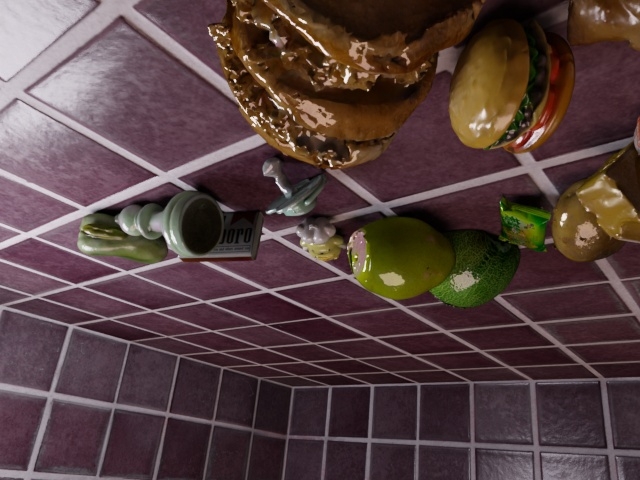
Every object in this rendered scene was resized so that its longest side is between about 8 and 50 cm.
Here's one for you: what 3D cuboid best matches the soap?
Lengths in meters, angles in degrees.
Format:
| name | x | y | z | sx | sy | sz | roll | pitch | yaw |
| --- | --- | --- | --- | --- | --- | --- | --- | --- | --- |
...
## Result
| name | x | y | z | sx | sy | sz | roll | pitch | yaw |
| --- | --- | --- | --- | --- | --- | --- | --- | --- | --- |
| soap | 0.524 | -0.072 | 0.811 | 0.257 | 0.160 | 0.080 | 8 | 154 | -8 |

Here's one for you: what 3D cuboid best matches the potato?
| name | x | y | z | sx | sy | sz | roll | pitch | yaw |
| --- | --- | --- | --- | --- | --- | --- | --- | --- | --- |
| potato | 0.482 | -0.032 | 0.957 | 0.137 | 0.137 | 0.176 | -4 | 152 | 22 |

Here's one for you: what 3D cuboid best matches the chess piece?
| name | x | y | z | sx | sy | sz | roll | pitch | yaw |
| --- | --- | --- | --- | --- | --- | --- | --- | --- | --- |
| chess piece | -0.352 | -0.039 | 1.158 | 0.271 | 0.139 | 0.139 | 3 | 158 | 31 |

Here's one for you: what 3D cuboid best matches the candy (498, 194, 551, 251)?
| name | x | y | z | sx | sy | sz | roll | pitch | yaw |
| --- | --- | --- | --- | --- | --- | --- | --- | --- | --- |
| candy | 0.403 | -0.025 | 1.061 | 0.102 | 0.032 | 0.178 | 26 | 168 | 27 |

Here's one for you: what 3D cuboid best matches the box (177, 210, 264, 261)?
| name | x | y | z | sx | sy | sz | roll | pitch | yaw |
| --- | --- | --- | --- | --- | --- | --- | --- | --- | --- |
| box | -0.220 | -0.009 | 1.182 | 0.177 | 0.115 | 0.036 | -2 | 149 | 16 |

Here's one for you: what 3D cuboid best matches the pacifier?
| name | x | y | z | sx | sy | sz | roll | pitch | yaw |
| --- | --- | --- | --- | --- | --- | --- | --- | --- | --- |
| pacifier | -0.056 | -0.105 | 0.978 | 0.117 | 0.126 | 0.150 | 56 | 169 | -13 |

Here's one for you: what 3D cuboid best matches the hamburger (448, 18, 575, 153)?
| name | x | y | z | sx | sy | sz | roll | pitch | yaw |
| --- | --- | --- | --- | --- | --- | --- | --- | --- | --- |
| hamburger | 0.225 | -0.184 | 0.645 | 0.115 | 0.162 | 0.162 | 6 | 157 | -14 |

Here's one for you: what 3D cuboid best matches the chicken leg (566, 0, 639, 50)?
| name | x | y | z | sx | sy | sz | roll | pitch | yaw |
| --- | --- | --- | --- | --- | --- | --- | --- | --- | --- |
| chicken leg | 0.310 | -0.266 | 0.454 | 0.409 | 0.182 | 0.295 | 23 | 168 | -25 |

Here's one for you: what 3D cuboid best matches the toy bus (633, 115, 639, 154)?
| name | x | y | z | sx | sy | sz | roll | pitch | yaw |
| --- | --- | --- | --- | --- | --- | --- | --- | --- | --- |
| toy bus | 0.529 | -0.147 | 0.751 | 0.174 | 0.079 | 0.077 | 6 | 166 | -1 |

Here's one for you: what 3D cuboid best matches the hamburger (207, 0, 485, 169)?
| name | x | y | z | sx | sy | sz | roll | pitch | yaw |
| --- | --- | --- | --- | --- | --- | --- | --- | --- | --- |
| hamburger | 0.016 | -0.202 | 0.519 | 0.245 | 0.261 | 0.211 | 6 | 161 | -18 |

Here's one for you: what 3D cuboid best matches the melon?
| name | x | y | z | sx | sy | sz | roll | pitch | yaw |
| --- | --- | --- | --- | --- | --- | --- | --- | --- | --- |
| melon | 0.352 | 0.070 | 1.218 | 0.265 | 0.129 | 0.169 | 16 | 151 | -19 |

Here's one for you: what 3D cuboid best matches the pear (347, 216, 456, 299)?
| name | x | y | z | sx | sy | sz | roll | pitch | yaw |
| --- | --- | --- | --- | --- | --- | --- | --- | --- | --- |
| pear | 0.176 | 0.039 | 1.131 | 0.219 | 0.188 | 0.187 | 5 | 158 | -21 |

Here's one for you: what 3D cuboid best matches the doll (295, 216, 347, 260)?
| name | x | y | z | sx | sy | sz | roll | pitch | yaw |
| --- | --- | --- | --- | --- | --- | --- | --- | --- | --- |
| doll | 0.000 | 0.000 | 1.216 | 0.106 | 0.062 | 0.162 | -5 | 153 | 12 |

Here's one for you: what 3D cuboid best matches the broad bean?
| name | x | y | z | sx | sy | sz | roll | pitch | yaw |
| --- | --- | --- | --- | --- | --- | --- | --- | --- | --- |
| broad bean | -0.475 | 0.001 | 1.300 | 0.169 | 0.100 | 0.228 | 4 | 170 | 24 |
